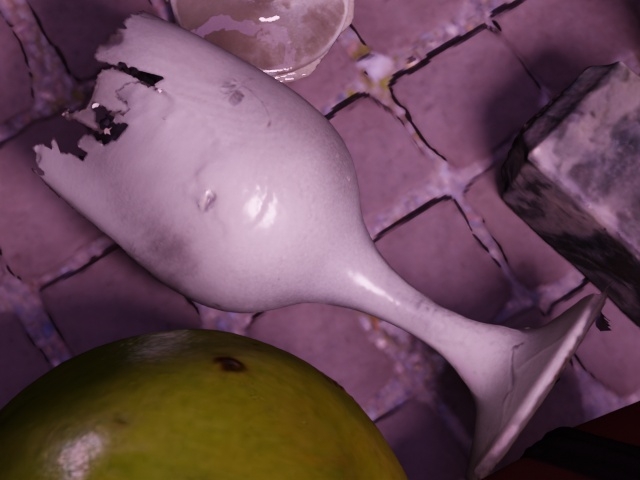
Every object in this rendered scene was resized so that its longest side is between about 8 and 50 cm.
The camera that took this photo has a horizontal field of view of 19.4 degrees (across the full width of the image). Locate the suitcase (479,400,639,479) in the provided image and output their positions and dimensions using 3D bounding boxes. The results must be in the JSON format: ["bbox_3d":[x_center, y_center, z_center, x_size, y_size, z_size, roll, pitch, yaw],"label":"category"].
[{"bbox_3d":[0.199,0.236,0.921,0.161,0.236,0.297,-23,101,-19],"label":"suitcase"}]

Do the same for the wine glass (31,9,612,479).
[{"bbox_3d":[0.000,0.000,1.042,0.321,0.143,0.143,33,74,6],"label":"wine glass"}]

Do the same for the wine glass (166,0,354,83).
[{"bbox_3d":[-0.024,-0.180,1.039,0.156,0.232,0.156,2,74,-7],"label":"wine glass"}]

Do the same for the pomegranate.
[{"bbox_3d":[-0.111,0.191,0.930,0.358,0.216,0.310,7,83,-3],"label":"pomegranate"}]

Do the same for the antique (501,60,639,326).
[{"bbox_3d":[0.195,-0.014,1.092,0.183,0.088,0.086,43,74,6],"label":"antique"}]
